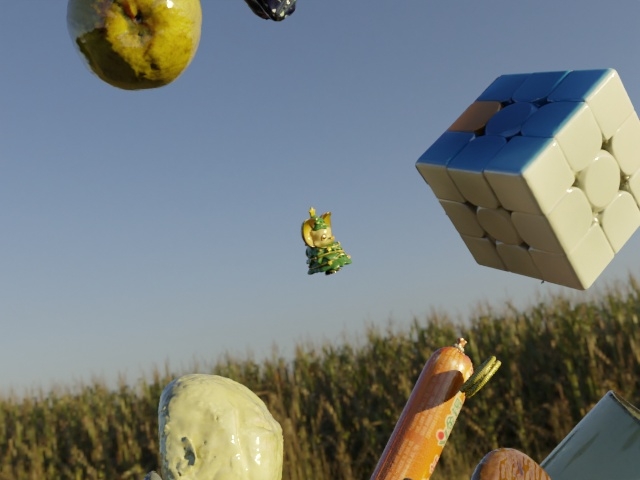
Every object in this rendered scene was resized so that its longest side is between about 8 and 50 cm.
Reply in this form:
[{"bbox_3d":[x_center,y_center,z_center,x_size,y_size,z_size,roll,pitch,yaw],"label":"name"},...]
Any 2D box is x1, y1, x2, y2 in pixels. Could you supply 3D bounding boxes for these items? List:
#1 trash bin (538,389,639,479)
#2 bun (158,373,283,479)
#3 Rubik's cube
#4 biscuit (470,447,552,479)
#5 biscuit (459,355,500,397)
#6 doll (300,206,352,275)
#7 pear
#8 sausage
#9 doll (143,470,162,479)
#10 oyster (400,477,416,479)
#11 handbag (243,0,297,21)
[{"bbox_3d":[0.343,0.441,1.074,0.432,0.280,0.280,-53,-21,7],"label":"trash bin"},{"bbox_3d":[-0.119,0.271,1.028,0.153,0.243,0.244,-16,-10,-8],"label":"bun"},{"bbox_3d":[0.416,-0.124,1.532,0.290,0.291,0.292,-46,28,-18],"label":"Rubik's cube"},{"bbox_3d":[0.180,0.273,0.667,0.036,0.212,0.212,-30,-20,27],"label":"biscuit"},{"bbox_3d":[0.268,0.229,1.362,0.084,0.023,0.084,-44,-11,-11],"label":"biscuit"},{"bbox_3d":[-0.006,0.007,1.339,0.077,0.113,0.078,-36,-8,39],"label":"doll"},{"bbox_3d":[-0.202,-0.237,0.885,0.149,0.148,0.162,-6,21,-18],"label":"pear"},{"bbox_3d":[0.190,0.312,1.428,0.093,0.312,0.093,26,-18,9],"label":"sausage"},{"bbox_3d":[-0.295,0.555,1.419,0.158,0.245,0.340,-20,25,-15],"label":"doll"},{"bbox_3d":[0.138,0.413,0.948,0.351,0.237,0.115,11,-14,45],"label":"oyster"},{"bbox_3d":[-0.118,-0.538,1.506,0.260,0.162,0.113,42,-9,-36],"label":"handbag"}]
